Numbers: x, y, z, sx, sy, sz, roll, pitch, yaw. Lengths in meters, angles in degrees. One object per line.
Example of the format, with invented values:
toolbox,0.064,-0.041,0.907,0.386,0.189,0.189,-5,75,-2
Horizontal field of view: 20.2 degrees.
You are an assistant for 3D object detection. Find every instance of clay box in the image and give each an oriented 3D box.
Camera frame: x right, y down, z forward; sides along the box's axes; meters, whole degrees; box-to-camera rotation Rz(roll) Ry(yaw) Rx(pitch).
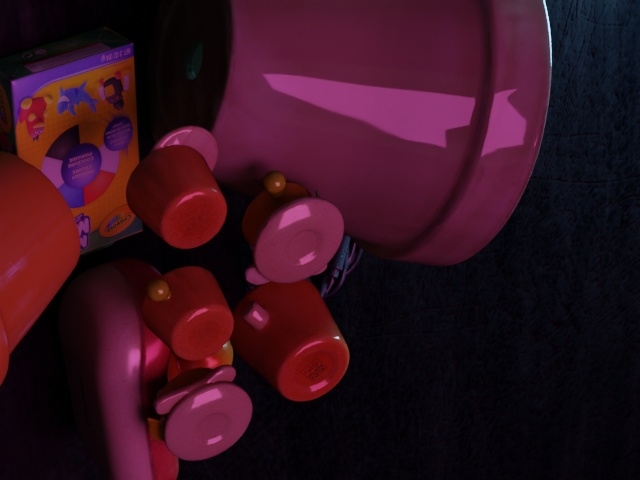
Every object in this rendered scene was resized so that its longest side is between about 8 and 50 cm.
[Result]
clay box,-0.225,-0.067,1.603,0.127,0.053,0.222,-23,127,-33

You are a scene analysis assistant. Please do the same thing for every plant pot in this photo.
plant pot,-0.306,0.025,1.487,0.188,0.205,0.205,-42,138,-40
plant pot,0.006,-0.149,1.626,0.280,0.323,0.323,6,109,-29

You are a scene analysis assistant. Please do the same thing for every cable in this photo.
cable,0.000,0.000,1.868,0.184,0.047,0.150,-36,134,-25

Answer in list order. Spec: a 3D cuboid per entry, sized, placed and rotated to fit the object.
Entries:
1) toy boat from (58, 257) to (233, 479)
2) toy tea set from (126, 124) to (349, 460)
toy boat,-0.154,0.120,1.696,0.151,0.151,0.231,-19,127,-21
toy tea set,-0.083,0.028,1.579,0.200,0.124,0.336,-20,132,-20
